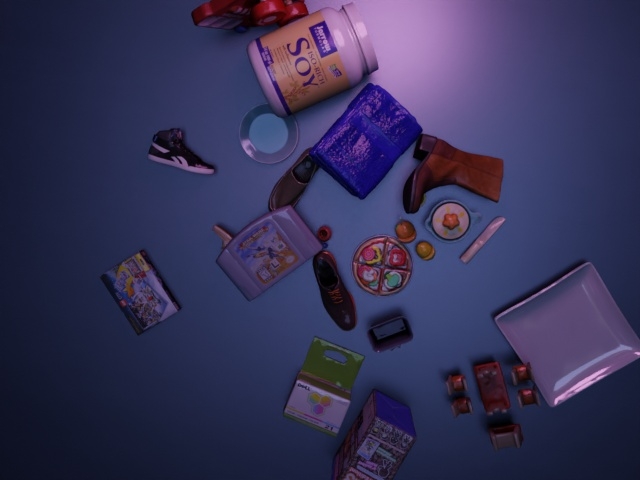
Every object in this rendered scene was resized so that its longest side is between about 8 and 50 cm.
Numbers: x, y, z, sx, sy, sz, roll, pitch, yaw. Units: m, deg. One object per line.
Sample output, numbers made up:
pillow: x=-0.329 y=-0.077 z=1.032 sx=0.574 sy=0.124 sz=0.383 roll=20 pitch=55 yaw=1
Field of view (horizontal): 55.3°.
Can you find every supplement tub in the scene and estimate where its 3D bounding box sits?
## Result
supplement tub: x=-0.022 y=-0.525 z=1.777 sx=0.331 sy=0.241 sz=0.241 roll=-23 pitch=95 yaw=5

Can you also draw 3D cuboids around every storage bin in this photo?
storage bin: x=0.221 y=0.292 z=1.931 sx=0.135 sy=0.091 sz=0.098 roll=-22 pitch=95 yaw=7

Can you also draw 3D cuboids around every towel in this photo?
towel: x=0.140 y=-0.302 z=1.837 sx=0.227 sy=0.076 sz=0.308 roll=40 pitch=81 yaw=-1

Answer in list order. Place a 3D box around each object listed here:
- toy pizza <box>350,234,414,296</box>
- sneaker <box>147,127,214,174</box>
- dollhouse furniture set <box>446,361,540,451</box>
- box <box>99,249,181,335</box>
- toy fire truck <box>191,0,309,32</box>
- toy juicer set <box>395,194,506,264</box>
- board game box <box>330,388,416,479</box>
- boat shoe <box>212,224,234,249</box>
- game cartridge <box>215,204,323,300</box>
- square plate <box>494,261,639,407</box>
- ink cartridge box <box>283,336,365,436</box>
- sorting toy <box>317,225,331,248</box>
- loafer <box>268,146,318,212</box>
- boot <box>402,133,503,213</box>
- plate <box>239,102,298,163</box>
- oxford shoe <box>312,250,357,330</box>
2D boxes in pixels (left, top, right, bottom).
toy pizza: x=0.196 y=0.083 z=1.938 sx=0.201 sy=0.032 sz=0.201 roll=0 pitch=97 yaw=3
sneaker: x=-0.429 y=-0.285 z=1.911 sx=0.217 sy=0.079 sz=0.121 roll=15 pitch=99 yaw=3
dollhouse furniture set: x=0.554 y=0.513 z=1.921 sx=0.262 sy=0.135 sz=0.259 roll=-14 pitch=90 yaw=17
box: x=-0.586 y=0.170 z=1.991 sx=0.159 sy=0.044 sz=0.233 roll=-31 pitch=94 yaw=6
toy fire truck: x=-0.195 y=-0.680 z=1.759 sx=0.254 sy=0.302 sz=0.169 roll=-16 pitch=95 yaw=32
toy juicer set: x=0.388 y=-0.024 z=1.886 sx=0.329 sy=0.089 sz=0.209 roll=19 pitch=97 yaw=1
board game box: x=0.160 y=0.655 z=1.906 sx=0.141 sy=0.232 sz=0.291 roll=29 pitch=98 yaw=0
boat shoe: x=-0.286 y=0.021 z=1.946 sx=0.170 sy=0.063 sz=0.059 roll=42 pitch=91 yaw=-2
game cartridge: x=-0.168 y=0.033 z=1.897 sx=0.297 sy=0.062 sz=0.198 roll=-36 pitch=108 yaw=9
square plate: x=0.778 y=0.295 z=1.918 sx=0.344 sy=0.049 sz=0.347 roll=-33 pitch=94 yaw=6
ink cartridge box: x=0.012 y=0.467 z=1.962 sx=0.189 sy=0.097 sz=0.255 roll=22 pitch=98 yaw=1
sorting toy: x=0.000 y=0.000 z=1.942 sx=0.102 sy=0.042 sz=0.061 roll=-39 pitch=77 yaw=19
loafer: x=-0.084 y=-0.183 z=1.897 sx=0.094 sy=0.087 sz=0.251 roll=32 pitch=97 yaw=0
boot: x=0.401 y=-0.165 z=1.839 sx=0.280 sy=0.096 sz=0.264 roll=19 pitch=66 yaw=-6
plate: x=-0.162 y=-0.335 z=1.917 sx=0.188 sy=0.024 sz=0.188 roll=0 pitch=96 yaw=3
oxford shoe: x=0.039 y=0.168 z=1.924 sx=0.097 sy=0.098 sz=0.271 roll=-24 pitch=94 yaw=6
